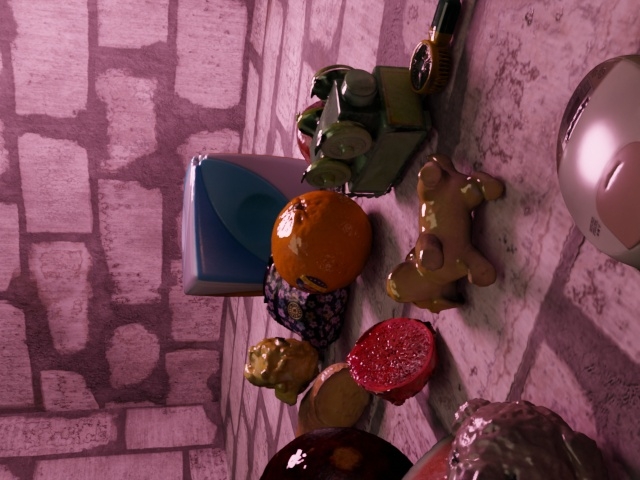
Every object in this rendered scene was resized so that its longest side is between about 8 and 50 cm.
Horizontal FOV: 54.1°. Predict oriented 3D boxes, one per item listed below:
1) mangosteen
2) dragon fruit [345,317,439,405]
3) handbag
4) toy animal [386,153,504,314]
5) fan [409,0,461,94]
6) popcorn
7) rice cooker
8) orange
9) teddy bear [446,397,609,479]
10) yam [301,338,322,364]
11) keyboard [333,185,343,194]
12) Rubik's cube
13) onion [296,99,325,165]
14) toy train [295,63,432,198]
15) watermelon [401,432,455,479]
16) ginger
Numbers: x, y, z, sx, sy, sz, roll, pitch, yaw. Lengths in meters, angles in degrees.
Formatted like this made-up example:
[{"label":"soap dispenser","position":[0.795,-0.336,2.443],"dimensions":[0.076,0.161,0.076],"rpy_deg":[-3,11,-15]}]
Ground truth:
[{"label":"mangosteen","position":[0.056,0.445,1.000],"dimensions":[0.306,0.359,0.306],"rpy_deg":[3,95,42]},{"label":"dragon fruit","position":[0.133,0.207,1.010],"dimensions":[0.111,0.153,0.153],"rpy_deg":[61,-175,-38]},{"label":"handbag","position":[-0.040,0.126,1.443],"dimensions":[0.207,0.126,0.229],"rpy_deg":[22,120,29]},{"label":"toy animal","position":[0.165,-0.001,0.871],"dimensions":[0.169,0.121,0.234],"rpy_deg":[-114,30,-79]},{"label":"fan","position":[0.180,-0.297,0.954],"dimensions":[0.082,0.039,0.155],"rpy_deg":[-108,26,-50]},{"label":"popcorn","position":[-0.083,0.272,1.373],"dimensions":[0.142,0.173,0.173],"rpy_deg":[-62,16,-3]},{"label":"rice cooker","position":[0.268,-0.056,0.480],"dimensions":[0.206,0.127,0.145],"rpy_deg":[-111,26,-45]},{"label":"orange","position":[0.000,0.002,1.276],"dimensions":[0.219,0.193,0.219],"rpy_deg":[-47,17,20]},{"label":"teddy bear","position":[0.202,0.306,0.653],"dimensions":[0.236,0.151,0.268],"rpy_deg":[4,96,53]},{"label":"yam","position":[-0.024,0.258,1.626],"dimensions":[0.054,0.054,0.133],"rpy_deg":[125,142,-63]},{"label":"keyboard","position":[0.042,-0.113,1.479],"dimensions":[0.061,0.013,0.205],"rpy_deg":[-155,67,-73]},{"label":"Rubik's cube","position":[-0.194,-0.027,1.697],"dimensions":[0.352,0.347,0.352],"rpy_deg":[156,114,-73]},{"label":"onion","position":[0.034,-0.199,1.302],"dimensions":[0.195,0.159,0.160],"rpy_deg":[56,-159,-55]},{"label":"toy train","position":[0.066,-0.187,1.087],"dimensions":[0.272,0.188,0.159],"rpy_deg":[117,150,-62]},{"label":"watermelon","position":[0.154,0.335,0.825],"dimensions":[0.136,0.207,0.202],"rpy_deg":[37,112,38]},{"label":"ginger","position":[0.020,0.374,1.351],"dimensions":[0.354,0.126,0.190],"rpy_deg":[112,164,-46]}]
